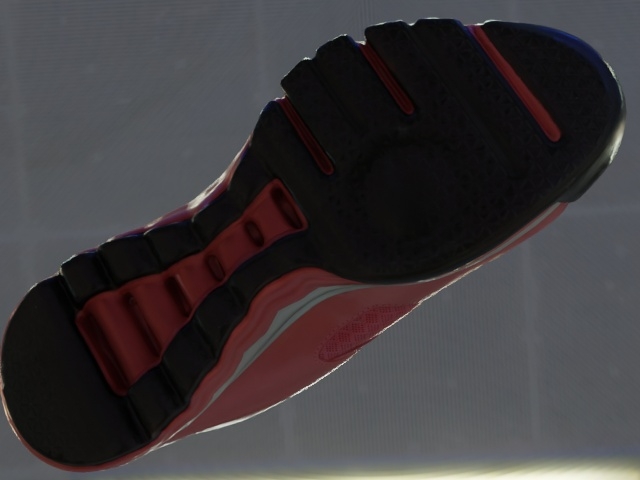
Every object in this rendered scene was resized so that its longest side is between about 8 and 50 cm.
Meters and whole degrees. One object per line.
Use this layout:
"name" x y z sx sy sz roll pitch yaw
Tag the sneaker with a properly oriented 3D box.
"sneaker" -0.001 0.000 0.822 0.314 0.136 0.116 -31 -105 13
